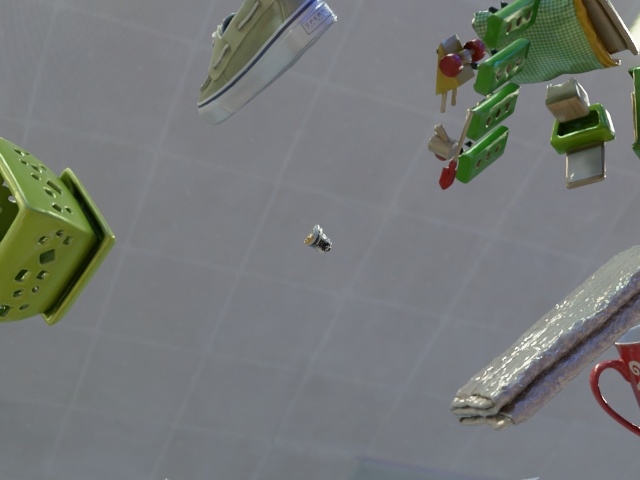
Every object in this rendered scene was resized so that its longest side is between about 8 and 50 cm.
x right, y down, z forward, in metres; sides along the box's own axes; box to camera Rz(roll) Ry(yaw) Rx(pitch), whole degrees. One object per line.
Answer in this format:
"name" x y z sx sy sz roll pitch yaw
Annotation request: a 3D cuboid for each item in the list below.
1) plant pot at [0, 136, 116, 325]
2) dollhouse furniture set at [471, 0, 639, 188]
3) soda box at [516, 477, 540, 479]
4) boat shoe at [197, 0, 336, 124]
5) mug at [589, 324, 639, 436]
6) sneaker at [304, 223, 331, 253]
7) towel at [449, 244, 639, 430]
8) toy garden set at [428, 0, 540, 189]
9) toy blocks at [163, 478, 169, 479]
"plant pot" -0.474 -0.005 1.753 0.207 0.228 0.227 18 -65 -47
"dollhouse furniture set" 0.364 -0.206 1.565 0.197 0.151 0.301 -15 -37 33
"soda box" 0.090 0.258 0.934 0.216 0.069 0.074 -17 -87 35
"boat shoe" -0.082 -0.234 1.333 0.094 0.109 0.302 50 -33 -6
"mug" 0.451 0.201 1.459 0.150 0.113 0.169 -17 -87 31
"sneaker" 0.000 0.000 1.504 0.037 0.083 0.032 37 -87 1
"towel" 0.259 0.094 1.119 0.282 0.187 0.049 -39 -92 -10
"toy garden set" 0.192 -0.184 1.413 0.049 0.204 0.244 28 -49 25
"toy blocks" -0.095 0.442 1.199 0.190 0.261 0.381 -35 -46 4
